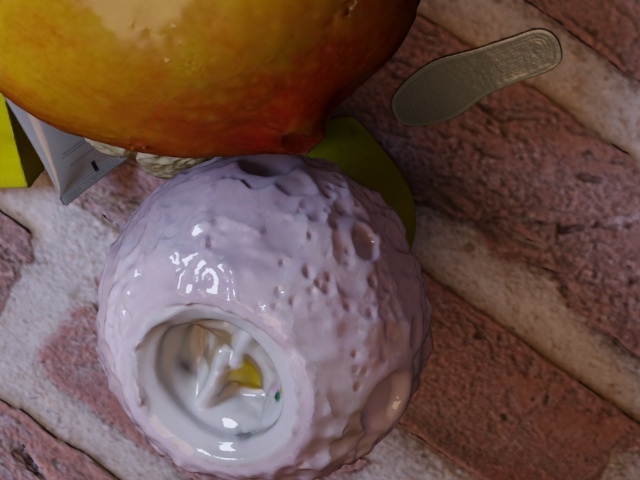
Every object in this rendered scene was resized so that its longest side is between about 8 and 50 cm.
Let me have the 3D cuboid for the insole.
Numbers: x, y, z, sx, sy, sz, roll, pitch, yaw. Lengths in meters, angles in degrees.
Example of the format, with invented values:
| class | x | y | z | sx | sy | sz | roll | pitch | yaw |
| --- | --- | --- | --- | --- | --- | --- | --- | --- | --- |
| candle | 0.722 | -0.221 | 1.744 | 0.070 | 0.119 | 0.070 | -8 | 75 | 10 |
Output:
| class | x | y | z | sx | sy | sz | roll | pitch | yaw |
| --- | --- | --- | --- | --- | --- | --- | --- | --- | --- |
| insole | 0.123 | -0.130 | 1.256 | 0.153 | 0.002 | 0.053 | -19 | 113 | 25 |

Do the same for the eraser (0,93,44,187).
| class | x | y | z | sx | sy | sz | roll | pitch | yaw |
| --- | --- | --- | --- | --- | --- | --- | --- | --- | --- |
| eraser | -0.315 | -0.094 | 1.381 | 0.122 | 0.045 | 0.097 | 1 | 119 | 16 |

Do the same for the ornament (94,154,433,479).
| class | x | y | z | sx | sy | sz | roll | pitch | yaw |
| --- | --- | --- | --- | --- | --- | --- | --- | --- | --- |
| ornament | -0.038 | 0.057 | 1.188 | 0.259 | 0.225 | 0.259 | 9 | 119 | 16 |

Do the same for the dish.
| class | x | y | z | sx | sy | sz | roll | pitch | yaw |
| --- | --- | --- | --- | --- | --- | --- | --- | --- | --- |
| dish | 0.000 | 0.000 | 1.325 | 0.149 | 0.080 | 0.207 | 13 | 121 | 9 |

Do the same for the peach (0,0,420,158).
| class | x | y | z | sx | sy | sz | roll | pitch | yaw |
| --- | --- | --- | --- | --- | --- | --- | --- | --- | --- |
| peach | -0.096 | -0.227 | 1.072 | 0.373 | 0.372 | 0.290 | 28 | 142 | -1 |

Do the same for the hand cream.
| class | x | y | z | sx | sy | sz | roll | pitch | yaw |
| --- | --- | --- | --- | --- | --- | --- | --- | --- | --- |
| hand cream | -0.236 | -0.129 | 1.326 | 0.186 | 0.087 | 0.054 | 57 | 153 | -15 |

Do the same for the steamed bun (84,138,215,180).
| class | x | y | z | sx | sy | sz | roll | pitch | yaw |
| --- | --- | --- | --- | --- | --- | --- | --- | --- | --- |
| steamed bun | -0.131 | -0.118 | 1.263 | 0.172 | 0.140 | 0.155 | 20 | 144 | -1 |
